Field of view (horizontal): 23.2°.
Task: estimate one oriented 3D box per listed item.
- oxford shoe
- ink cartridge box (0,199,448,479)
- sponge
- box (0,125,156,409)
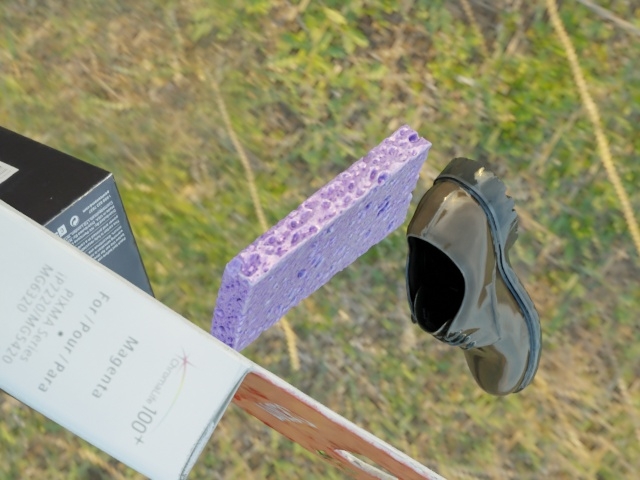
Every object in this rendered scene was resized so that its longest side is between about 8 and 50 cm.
[{"bbox_3d":[0.105,0.049,1.174,0.096,0.083,0.227,-46,135,-25],"label":"oxford shoe"},{"bbox_3d":[-0.062,0.074,0.673,0.239,0.275,0.060,33,80,-5],"label":"ink cartridge box"},{"bbox_3d":[0.000,0.000,1.244,0.210,0.031,0.117,-39,161,-30],"label":"sponge"},{"bbox_3d":[-0.396,0.033,2.001,0.179,0.343,0.312,-41,136,-31],"label":"box"}]
